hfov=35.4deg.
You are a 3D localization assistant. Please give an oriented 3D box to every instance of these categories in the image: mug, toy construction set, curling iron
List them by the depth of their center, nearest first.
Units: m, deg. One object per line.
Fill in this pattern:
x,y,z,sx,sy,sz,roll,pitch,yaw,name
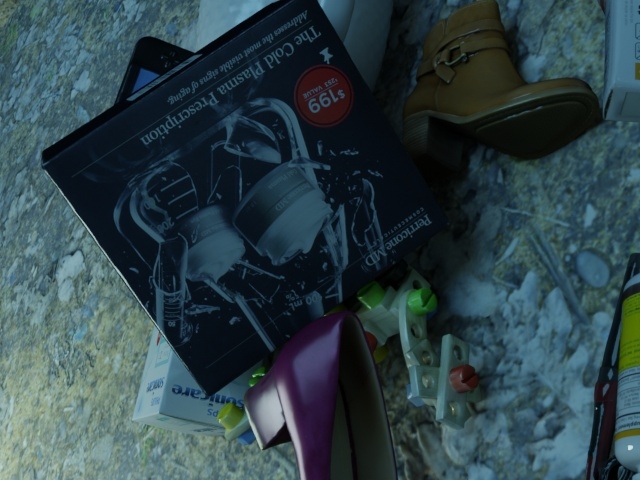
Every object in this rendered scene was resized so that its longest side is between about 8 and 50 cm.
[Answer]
0.299,0.144,0.981,0.068,0.035,0.274,-5,66,43,curling iron
0.040,0.140,1.186,0.327,0.151,0.215,-12,35,36,toy construction set
-0.028,-0.292,1.386,0.374,0.276,0.328,143,138,-67,mug

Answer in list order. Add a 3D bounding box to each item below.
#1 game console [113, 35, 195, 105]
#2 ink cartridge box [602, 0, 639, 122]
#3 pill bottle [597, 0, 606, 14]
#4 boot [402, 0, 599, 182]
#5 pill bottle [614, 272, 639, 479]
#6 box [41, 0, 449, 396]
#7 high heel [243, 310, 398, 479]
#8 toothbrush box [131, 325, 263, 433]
-0.223,-0.199,1.683,0.173,0.250,0.293,149,139,-71,game console
0.428,-0.241,0.945,0.307,0.072,0.304,6,62,6,ink cartridge box
0.359,-0.298,1.103,0.121,0.121,0.216,-37,45,29,pill bottle
0.219,-0.204,1.241,0.283,0.109,0.220,-23,49,49,boot
0.324,0.138,0.888,0.117,0.117,0.215,-13,60,45,pill bottle
-0.088,-0.059,1.151,0.343,0.312,0.179,-36,16,-8,box
0.055,0.263,1.021,0.181,0.127,0.377,-46,71,38,high heel
-0.152,0.113,1.378,0.216,0.126,0.296,150,132,-68,toothbrush box
